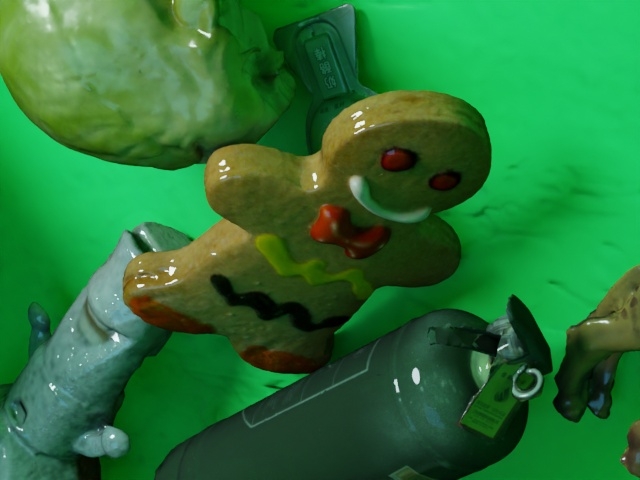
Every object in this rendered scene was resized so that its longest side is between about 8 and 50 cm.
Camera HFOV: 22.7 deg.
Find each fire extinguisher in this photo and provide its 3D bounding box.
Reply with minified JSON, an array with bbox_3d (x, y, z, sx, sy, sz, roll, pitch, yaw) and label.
[{"bbox_3d":[0.025,0.111,0.947,0.114,0.095,0.311,29,137,-35],"label":"fire extinguisher"}]

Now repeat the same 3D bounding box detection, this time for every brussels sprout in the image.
[{"bbox_3d":[-0.105,-0.117,0.883,0.145,0.131,0.183,-23,100,15],"label":"brussels sprout"}]

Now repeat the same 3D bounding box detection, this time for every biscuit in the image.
[{"bbox_3d":[0.000,0.001,0.890,0.165,0.036,0.250,22,137,-30],"label":"biscuit"}]

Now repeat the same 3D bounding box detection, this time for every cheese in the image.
[{"bbox_3d":[0.015,-0.069,0.900,0.067,0.026,0.121,-15,101,35],"label":"cheese"}]

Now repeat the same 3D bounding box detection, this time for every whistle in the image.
[{"bbox_3d":[-0.182,0.127,1.066,0.133,0.142,0.346,21,122,-28],"label":"whistle"}]

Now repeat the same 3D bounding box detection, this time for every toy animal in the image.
[{"bbox_3d":[0.241,0.052,0.828,0.275,0.054,0.149,-32,101,37],"label":"toy animal"}]
